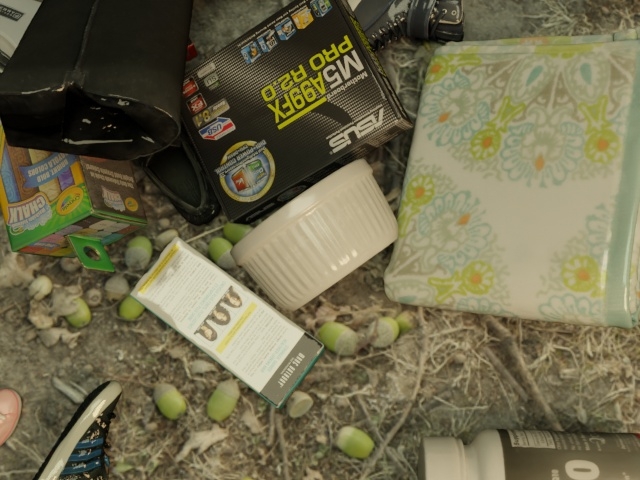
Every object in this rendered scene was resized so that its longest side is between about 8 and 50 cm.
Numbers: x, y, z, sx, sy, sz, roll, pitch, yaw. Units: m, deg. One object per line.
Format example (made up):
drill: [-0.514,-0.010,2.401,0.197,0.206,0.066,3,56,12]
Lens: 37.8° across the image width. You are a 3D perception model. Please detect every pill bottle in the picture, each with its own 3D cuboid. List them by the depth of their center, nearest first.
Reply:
pill bottle: [0.261,0.307,1.110,0.283,0.161,0.161,1,77,2]

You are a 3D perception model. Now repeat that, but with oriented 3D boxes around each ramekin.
ramekin: [0.000,0.000,1.171,0.207,0.207,0.109,-34,88,-6]

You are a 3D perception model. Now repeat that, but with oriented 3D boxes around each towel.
towel: [0.262,-0.086,1.177,0.320,0.090,0.374,4,75,35]

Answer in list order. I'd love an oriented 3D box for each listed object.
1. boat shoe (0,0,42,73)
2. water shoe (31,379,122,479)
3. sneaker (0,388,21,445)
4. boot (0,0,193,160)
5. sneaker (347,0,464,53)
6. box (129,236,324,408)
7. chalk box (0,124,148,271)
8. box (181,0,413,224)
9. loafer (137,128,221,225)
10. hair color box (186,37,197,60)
boat shoe: [-0.406,-0.262,1.289,0.301,0.102,0.108,25,56,12]
water shoe: [-0.299,0.275,1.193,0.080,0.073,0.203,34,84,-13]
sneaker: [-0.437,0.248,1.193,0.051,0.070,0.134,33,79,10]
boot: [-0.173,-0.291,1.164,0.367,0.146,0.445,-6,43,11]
sneaker: [0.106,-0.283,1.286,0.163,0.086,0.226,26,78,10]
box: [-0.120,0.107,1.218,0.244,0.060,0.100,36,81,9]
chalk box: [-0.322,-0.055,1.209,0.132,0.132,0.213,-22,76,18]
box: [-0.045,-0.178,1.233,0.270,0.060,0.216,-29,77,18]
loafer: [-0.210,-0.120,1.262,0.076,0.078,0.223,-35,78,-4]
hair color box: [-0.253,-0.263,1.314,0.141,0.043,0.072,-30,79,-4]
